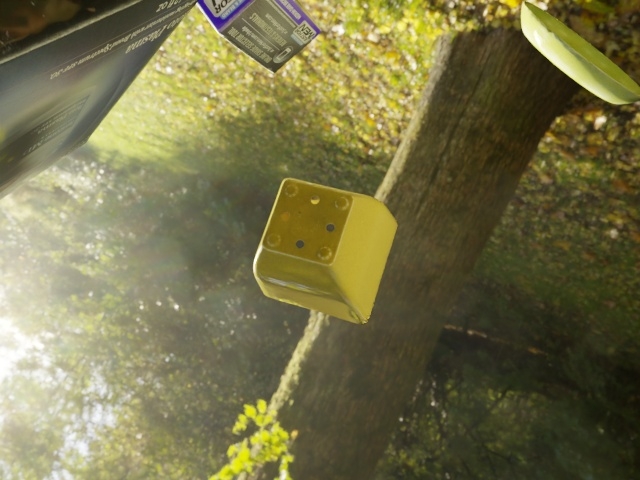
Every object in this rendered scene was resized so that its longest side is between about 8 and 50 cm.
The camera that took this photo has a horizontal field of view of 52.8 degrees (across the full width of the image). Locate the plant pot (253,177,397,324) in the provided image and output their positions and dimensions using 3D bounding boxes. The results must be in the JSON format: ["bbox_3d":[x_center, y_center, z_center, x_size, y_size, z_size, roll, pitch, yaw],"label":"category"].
[{"bbox_3d":[0.000,0.000,0.433,0.081,0.081,0.083,15,165,15],"label":"plant pot"}]

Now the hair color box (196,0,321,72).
[{"bbox_3d":[-0.155,-0.418,0.923,0.338,0.110,0.185,56,-166,12],"label":"hair color box"}]

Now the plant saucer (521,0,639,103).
[{"bbox_3d":[0.400,-0.286,1.005,0.241,0.037,0.241,27,-148,-18],"label":"plant saucer"}]

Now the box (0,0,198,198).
[{"bbox_3d":[-0.271,-0.157,0.509,0.182,0.296,0.294,47,128,-12],"label":"box"}]
